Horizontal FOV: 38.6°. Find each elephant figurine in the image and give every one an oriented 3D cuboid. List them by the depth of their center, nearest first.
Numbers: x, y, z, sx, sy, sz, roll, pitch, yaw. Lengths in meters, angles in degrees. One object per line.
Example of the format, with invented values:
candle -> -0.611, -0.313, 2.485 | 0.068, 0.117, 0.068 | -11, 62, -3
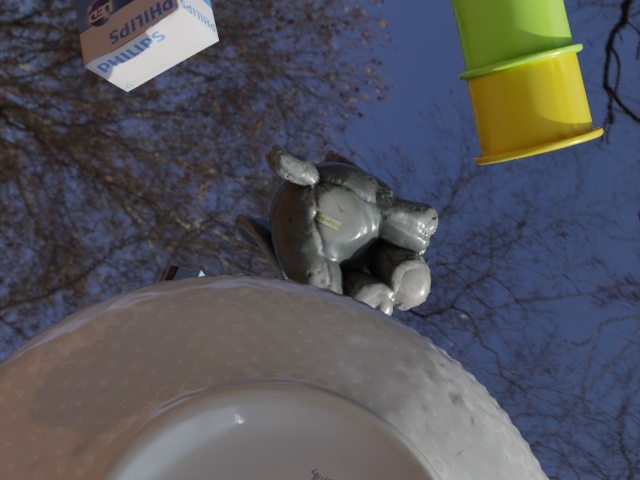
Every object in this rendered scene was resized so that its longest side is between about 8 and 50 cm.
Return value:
elephant figurine -> 0.000, 0.000, 0.905 | 0.239, 0.169, 0.186 | -155, -111, -72

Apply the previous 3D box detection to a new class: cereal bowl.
cereal bowl -> -0.032, 0.160, 0.400 | 0.338, 0.141, 0.339 | 5, -118, -9

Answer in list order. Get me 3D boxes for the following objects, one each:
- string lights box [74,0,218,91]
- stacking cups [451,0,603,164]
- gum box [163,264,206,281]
string lights box -> -0.210, -0.315, 1.026 | 0.133, 0.076, 0.260 | -23, -114, 22
stacking cups -> 0.119, -0.217, 0.657 | 0.096, 0.096, 0.316 | -13, -86, 29
gum box -> -0.127, 0.141, 0.922 | 0.041, 0.184, 0.157 | 7, -122, 28
